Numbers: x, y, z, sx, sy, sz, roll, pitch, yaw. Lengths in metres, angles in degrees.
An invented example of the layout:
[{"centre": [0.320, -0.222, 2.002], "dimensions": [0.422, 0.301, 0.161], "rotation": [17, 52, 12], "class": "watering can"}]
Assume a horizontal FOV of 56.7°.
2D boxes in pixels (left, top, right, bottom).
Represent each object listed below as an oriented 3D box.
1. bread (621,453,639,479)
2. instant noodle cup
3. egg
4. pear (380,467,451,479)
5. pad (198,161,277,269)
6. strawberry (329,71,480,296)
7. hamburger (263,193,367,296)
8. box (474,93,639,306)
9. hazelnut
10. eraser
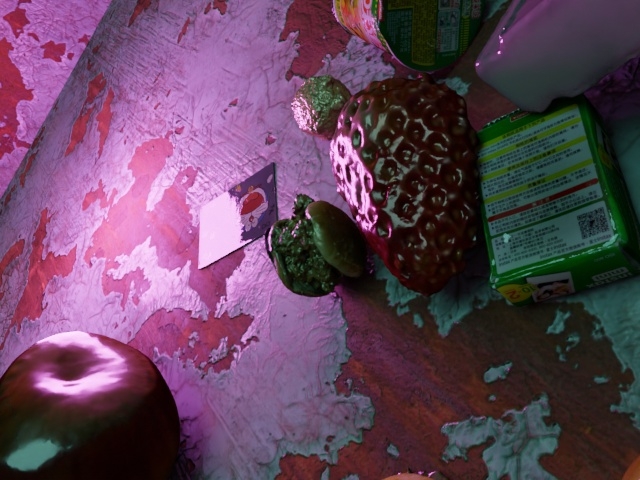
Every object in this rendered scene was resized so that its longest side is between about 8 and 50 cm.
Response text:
[{"centre": [0.380, 0.296, 0.463], "dimensions": [0.332, 0.160, 0.333], "rotation": [-22, 55, 35], "class": "bread"}, {"centre": [0.131, -0.418, 1.034], "dimensions": [0.207, 0.207, 0.232], "rotation": [-56, 37, 7], "class": "instant noodle cup"}, {"centre": [0.007, -0.250, 1.118], "dimensions": [0.140, 0.118, 0.116], "rotation": [20, 68, 38], "class": "egg"}, {"centre": [0.066, 0.407, 0.703], "dimensions": [0.266, 0.178, 0.267], "rotation": [-16, 64, 36], "class": "pear"}, {"centre": [-0.184, -0.050, 1.287], "dimensions": [0.245, 0.006, 0.170], "rotation": [-26, 55, 32], "class": "pad"}, {"centre": [0.103, -0.083, 0.848], "dimensions": [0.265, 0.149, 0.336], "rotation": [122, 148, -46], "class": "strawberry"}, {"centre": [0.000, 0.000, 0.975], "dimensions": [0.131, 0.159, 0.185], "rotation": [-37, 69, 31], "class": "hamburger"}, {"centre": [0.291, -0.054, 0.762], "dimensions": [0.180, 0.103, 0.250], "rotation": [-22, 58, 35], "class": "box"}, {"centre": [-0.454, 0.371, 1.105], "dimensions": [0.409, 0.359, 0.360], "rotation": [28, 91, 55], "class": "hazelnut"}, {"centre": [0.358, -0.353, 0.690], "dimensions": [0.359, 0.122, 0.272], "rotation": [-58, 8, -21], "class": "eraser"}]
